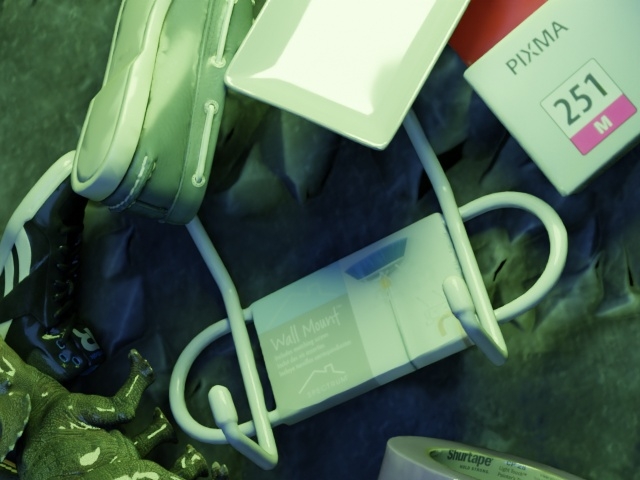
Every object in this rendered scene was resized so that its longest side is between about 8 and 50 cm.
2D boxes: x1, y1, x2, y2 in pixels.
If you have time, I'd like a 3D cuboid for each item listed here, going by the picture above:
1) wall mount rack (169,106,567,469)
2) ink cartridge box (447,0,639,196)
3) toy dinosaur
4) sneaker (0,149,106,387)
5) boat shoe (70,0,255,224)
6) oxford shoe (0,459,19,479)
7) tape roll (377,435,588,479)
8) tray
[{"bbox_3d":[0.000,0.000,1.519,0.350,0.130,0.304,-26,55,12],"label":"wall mount rack"},{"bbox_3d":[0.219,-0.209,1.490,0.275,0.060,0.239,-41,82,11],"label":"ink cartridge box"},{"bbox_3d":[-0.169,0.188,1.504,0.160,0.121,0.313,-30,58,-16],"label":"toy dinosaur"},{"bbox_3d":[-0.211,0.042,1.600,0.121,0.079,0.217,35,107,9],"label":"sneaker"},{"bbox_3d":[-0.101,-0.159,1.531,0.099,0.116,0.319,27,65,-23],"label":"boat shoe"},{"bbox_3d":[-0.321,0.229,1.587,0.397,0.146,0.140,7,93,15],"label":"oxford shoe"},{"bbox_3d":[0.131,0.210,1.447,0.189,0.189,0.080,15,95,14],"label":"tape roll"},{"bbox_3d":[0.050,-0.201,1.497,0.145,0.030,0.270,24,74,17],"label":"tray"}]
